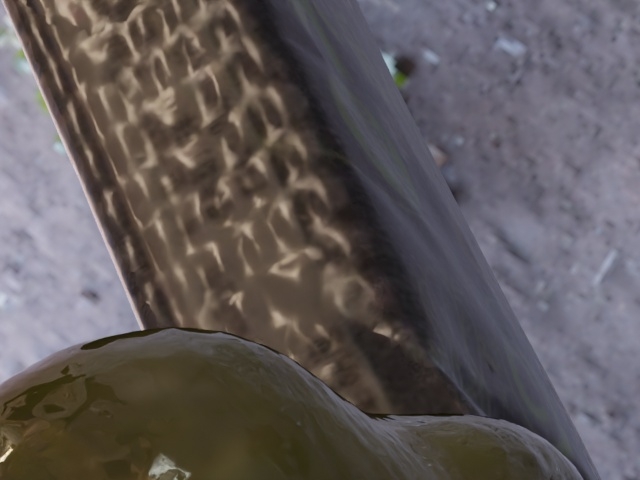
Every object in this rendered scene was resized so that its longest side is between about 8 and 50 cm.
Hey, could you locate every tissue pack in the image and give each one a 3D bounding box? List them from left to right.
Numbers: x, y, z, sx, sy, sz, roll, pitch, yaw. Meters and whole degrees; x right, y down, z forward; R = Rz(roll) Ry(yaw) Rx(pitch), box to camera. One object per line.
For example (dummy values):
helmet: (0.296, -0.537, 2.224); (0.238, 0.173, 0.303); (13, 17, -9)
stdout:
tissue pack: (0.000, 0.000, 0.862); (0.288, 0.124, 0.394); (45, -163, -57)

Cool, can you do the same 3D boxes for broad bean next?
broad bean: (-0.014, 0.114, 0.449); (0.121, 0.189, 0.263); (49, -174, 26)
